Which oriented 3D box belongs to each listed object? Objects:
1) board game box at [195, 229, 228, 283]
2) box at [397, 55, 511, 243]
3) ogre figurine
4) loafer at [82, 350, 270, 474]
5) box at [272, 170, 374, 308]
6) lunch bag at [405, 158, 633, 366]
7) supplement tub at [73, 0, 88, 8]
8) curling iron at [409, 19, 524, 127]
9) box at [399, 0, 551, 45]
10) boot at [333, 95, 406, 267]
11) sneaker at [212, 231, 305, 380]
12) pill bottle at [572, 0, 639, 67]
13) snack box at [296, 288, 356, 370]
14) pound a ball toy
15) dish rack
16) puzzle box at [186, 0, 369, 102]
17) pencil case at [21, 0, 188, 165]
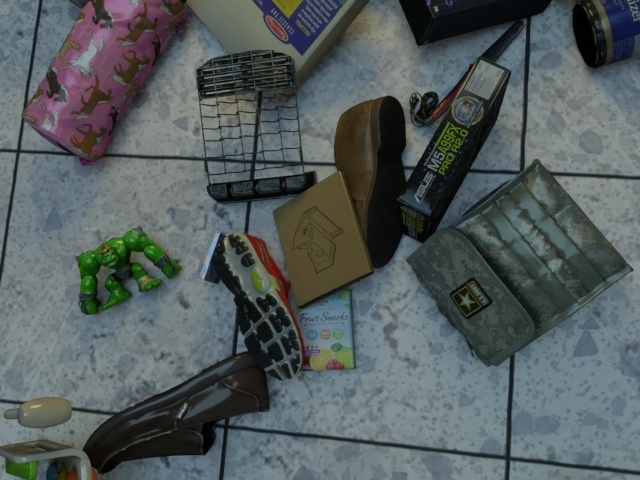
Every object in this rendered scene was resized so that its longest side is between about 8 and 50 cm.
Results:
[{"bbox_3d":[-0.193,0.032,1.314,0.020,0.090,0.090,18,85,12],"label":"board game box"},{"bbox_3d":[0.218,-0.140,1.194,0.060,0.216,0.270,29,83,12],"label":"box"},{"bbox_3d":[-0.378,0.053,1.346,0.197,0.097,0.118,-24,96,21],"label":"ogre figurine"},{"bbox_3d":[-0.248,0.326,1.256,0.366,0.134,0.130,-29,77,5],"label":"loafer"},{"bbox_3d":[0.000,0.000,1.269,0.164,0.021,0.201,-29,63,28],"label":"box"},{"bbox_3d":[0.314,0.044,1.188,0.287,0.169,0.235,-39,80,10],"label":"lunch bag"},{"bbox_3d":[-0.445,-0.637,1.390,0.228,0.228,0.316,40,90,13],"label":"supplement tub"},{"bbox_3d":[0.269,-0.311,1.313,0.274,0.035,0.068,-41,77,2],"label":"curling iron"},{"bbox_3d":[0.268,-0.476,1.269,0.261,0.103,0.184,-19,81,-13],"label":"box"},{"bbox_3d":[0.086,-0.102,1.300,0.115,0.112,0.305,-1,85,41],"label":"boot"},{"bbox_3d":[-0.084,0.108,1.269,0.107,0.118,0.279,-29,76,27],"label":"sneaker"},{"bbox_3d":[0.560,-0.386,1.229,0.219,0.123,0.122,-17,79,7],"label":"pill bottle"},{"bbox_3d":[0.009,0.162,1.286,0.100,0.037,0.141,-4,80,8],"label":"snack box"},{"bbox_3d":[-0.456,0.368,1.202,0.136,0.319,0.208,1,78,-32],"label":"pound a ball toy"},{"bbox_3d":[-0.125,-0.208,1.317,0.208,0.074,0.271,-5,95,8],"label":"dish rack"},{"bbox_3d":[-0.121,-0.497,1.351,0.272,0.052,0.409,-46,76,25],"label":"puzzle box"},{"bbox_3d":[-0.408,-0.339,1.372,0.167,0.160,0.386,32,87,4],"label":"pencil case"}]
